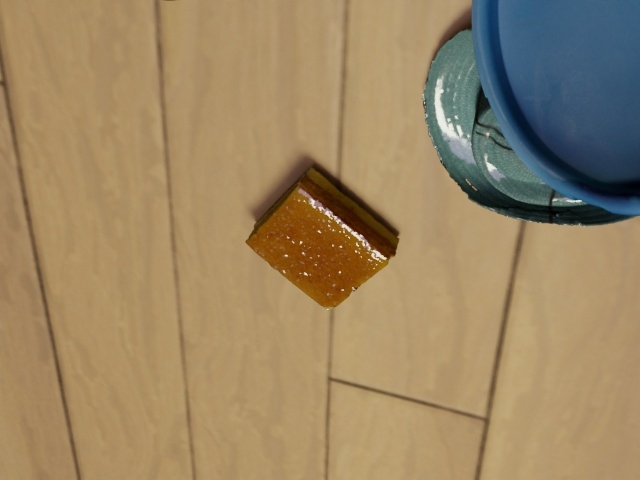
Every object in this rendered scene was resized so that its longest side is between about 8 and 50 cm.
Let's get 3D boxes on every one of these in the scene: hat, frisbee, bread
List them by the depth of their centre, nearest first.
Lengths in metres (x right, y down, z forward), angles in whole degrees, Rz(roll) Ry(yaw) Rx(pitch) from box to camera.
[{"bbox_3d":[0.178,-0.134,0.592,0.242,0.045,0.242,10,103,55],"label":"frisbee"},{"bbox_3d":[0.152,-0.067,0.710,0.191,0.078,0.138,11,128,14],"label":"hat"},{"bbox_3d":[0.000,0.000,0.857,0.094,0.035,0.090,39,131,-10],"label":"bread"}]
